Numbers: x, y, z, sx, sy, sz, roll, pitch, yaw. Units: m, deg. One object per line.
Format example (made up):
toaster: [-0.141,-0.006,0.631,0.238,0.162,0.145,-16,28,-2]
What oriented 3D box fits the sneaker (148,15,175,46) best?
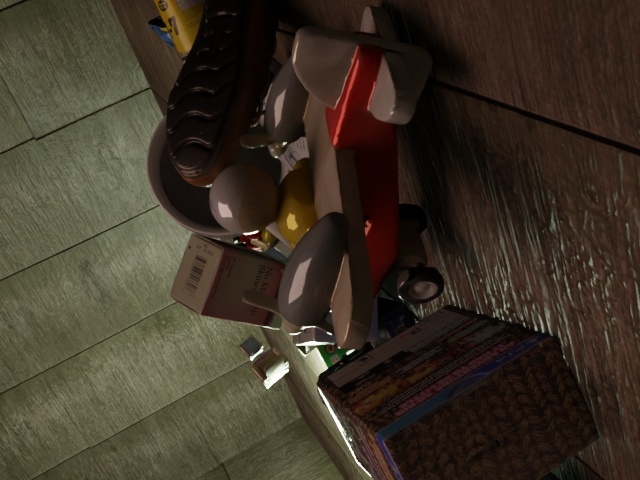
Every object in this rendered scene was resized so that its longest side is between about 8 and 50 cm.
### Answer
sneaker: [-0.393,-0.542,1.999,0.209,0.069,0.082,43,161,56]

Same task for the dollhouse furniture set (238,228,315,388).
dollhouse furniture set: [-0.123,0.125,1.813,0.303,0.286,0.198,45,162,21]

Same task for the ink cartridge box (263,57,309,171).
ink cartridge box: [-0.022,-0.165,1.268,0.224,0.045,0.223,45,161,35]

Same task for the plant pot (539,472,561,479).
plant pot: [0.230,0.421,1.050,0.293,0.293,0.235,60,155,10]

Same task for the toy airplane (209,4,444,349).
toy airplane: [-0.001,-0.077,0.898,0.386,0.272,0.384,-49,-49,-89]

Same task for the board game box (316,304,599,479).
board game box: [0.157,0.214,0.982,0.141,0.232,0.291,63,168,-9]

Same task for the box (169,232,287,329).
box: [-0.181,0.091,1.650,0.232,0.149,0.127,17,-177,-45]

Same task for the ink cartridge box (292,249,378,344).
ink cartridge box: [0.019,0.089,1.392,0.273,0.114,0.197,141,129,-77]

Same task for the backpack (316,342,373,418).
backpack: [0.097,0.326,1.602,0.188,0.166,0.144,56,144,6]

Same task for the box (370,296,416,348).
box: [0.156,0.220,1.406,0.233,0.059,0.183,63,168,-5]

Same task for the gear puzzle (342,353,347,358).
gear puzzle: [-0.005,0.188,2.060,0.339,0.044,0.175,50,165,53]

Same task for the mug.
mug: [-0.170,-0.107,1.618,0.374,0.276,0.328,42,175,-2]

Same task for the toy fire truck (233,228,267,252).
toy fire truck: [-0.147,0.021,2.088,0.246,0.158,0.217,-116,7,-46]

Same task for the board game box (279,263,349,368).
board game box: [0.019,0.145,1.657,0.259,0.124,0.039,66,169,-15]

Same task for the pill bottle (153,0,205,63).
pill bottle: [-0.257,-0.457,1.502,0.208,0.119,0.119,65,168,-12]

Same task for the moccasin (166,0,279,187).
moccasin: [-0.132,-0.232,1.128,0.147,0.139,0.380,51,-148,-46]
